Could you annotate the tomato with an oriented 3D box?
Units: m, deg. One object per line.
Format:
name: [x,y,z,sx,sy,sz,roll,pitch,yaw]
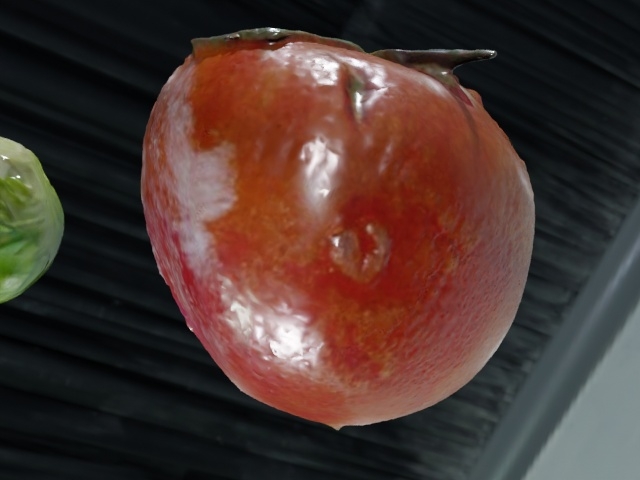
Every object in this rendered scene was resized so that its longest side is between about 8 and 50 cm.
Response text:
tomato: [0.000,-0.003,0.817,0.309,0.309,0.170,-65,-4,8]

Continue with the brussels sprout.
brussels sprout: [-0.300,-0.015,1.091,0.117,0.155,0.155,38,105,52]
